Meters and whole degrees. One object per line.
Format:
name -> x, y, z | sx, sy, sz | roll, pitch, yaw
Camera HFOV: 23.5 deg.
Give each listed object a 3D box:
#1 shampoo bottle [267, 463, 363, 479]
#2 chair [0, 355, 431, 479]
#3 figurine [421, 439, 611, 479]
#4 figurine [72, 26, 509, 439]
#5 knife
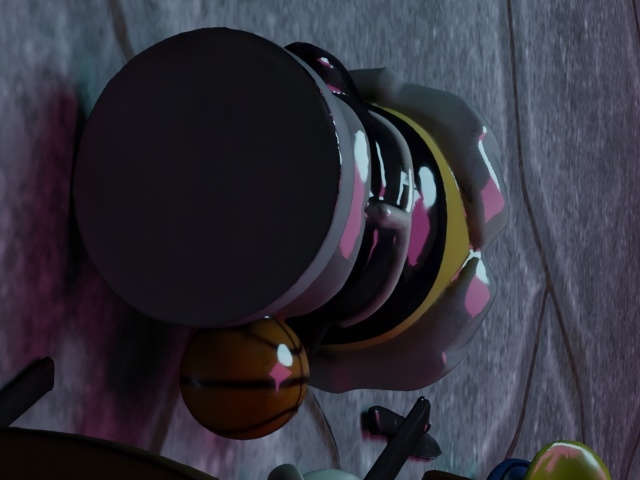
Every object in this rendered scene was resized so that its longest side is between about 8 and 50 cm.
shampoo bottle -> 0.003, 0.155, 0.829 | 0.152, 0.045, 0.077 | 59, 38, -53
chair -> -0.078, 0.141, 0.468 | 0.247, 0.159, 0.172 | -10, 103, -69
figurine -> 0.117, 0.249, 1.036 | 0.338, 0.205, 0.283 | -77, 152, -59
figurine -> 0.000, 0.000, 0.697 | 0.236, 0.133, 0.176 | 10, 91, -66
knife -> 0.058, 0.130, 1.017 | 0.170, 0.010, 0.023 | 37, 57, -66
